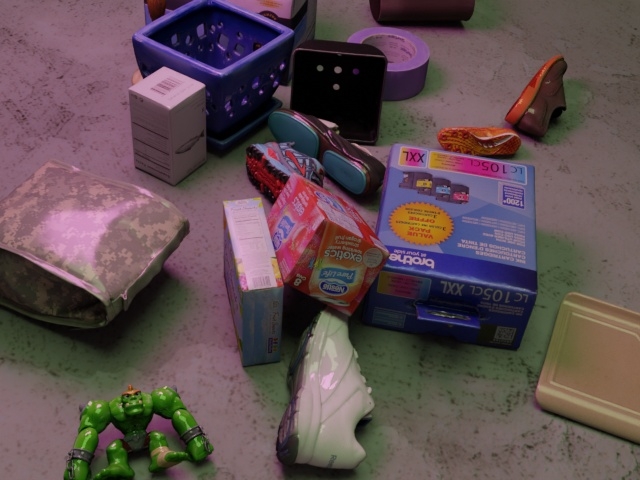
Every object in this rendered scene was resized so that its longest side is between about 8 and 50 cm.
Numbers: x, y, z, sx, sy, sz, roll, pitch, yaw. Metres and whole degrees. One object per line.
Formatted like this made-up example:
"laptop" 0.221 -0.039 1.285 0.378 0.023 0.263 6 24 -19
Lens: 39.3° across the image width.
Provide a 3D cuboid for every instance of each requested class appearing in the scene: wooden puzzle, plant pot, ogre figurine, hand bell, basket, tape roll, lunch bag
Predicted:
"wooden puzzle" 0.472 0.207 1.433 0.220 0.044 0.239 18 49 13
"plant pot" -0.212 -0.330 1.809 0.236 0.212 0.236 28 48 22
"ogre figurine" -0.261 0.269 1.251 0.197 0.097 0.118 -17 64 -3
"hand bell" -0.341 -0.440 1.891 0.126 0.242 0.126 4 43 -3
"basket" 0.242 -0.619 2.221 0.226 0.154 0.204 -7 43 -8
"tape roll" 0.148 -0.400 2.020 0.188 0.080 0.189 4 42 -3
"plant pot" 0.037 -0.329 1.869 0.188 0.188 0.167 5 31 0
"lunch bag" -0.382 0.016 1.450 0.287 0.169 0.235 17 44 19

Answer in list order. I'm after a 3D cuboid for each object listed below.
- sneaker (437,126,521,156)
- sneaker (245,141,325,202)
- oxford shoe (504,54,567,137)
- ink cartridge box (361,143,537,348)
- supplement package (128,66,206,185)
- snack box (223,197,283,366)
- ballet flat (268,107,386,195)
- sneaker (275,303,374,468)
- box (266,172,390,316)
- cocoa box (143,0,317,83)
"sneaker" 0.325 -0.206 1.857 0.175 0.064 0.067 5 23 -9
"sneaker" -0.034 -0.113 1.675 0.125 0.104 0.262 -18 48 -26
"oxford shoe" 0.496 -0.314 1.974 0.098 0.097 0.271 37 53 4
"ink cartridge box" 0.223 0.023 1.526 0.269 0.151 0.396 9 44 4
"supplement package" -0.287 -0.216 1.700 0.105 0.179 0.105 26 46 21
"snack box" -0.109 0.063 1.422 0.070 0.175 0.207 -7 45 -13
"ballet flat" 0.019 -0.177 1.764 0.280 0.095 0.096 40 42 25
"sneaker" 0.016 0.219 1.341 0.129 0.111 0.297 19 45 -9
"box" 0.000 0.000 1.449 0.128 0.123 0.257 29 12 -21
"cocoa box" -0.196 -0.533 2.017 0.347 0.228 0.231 14 43 9
